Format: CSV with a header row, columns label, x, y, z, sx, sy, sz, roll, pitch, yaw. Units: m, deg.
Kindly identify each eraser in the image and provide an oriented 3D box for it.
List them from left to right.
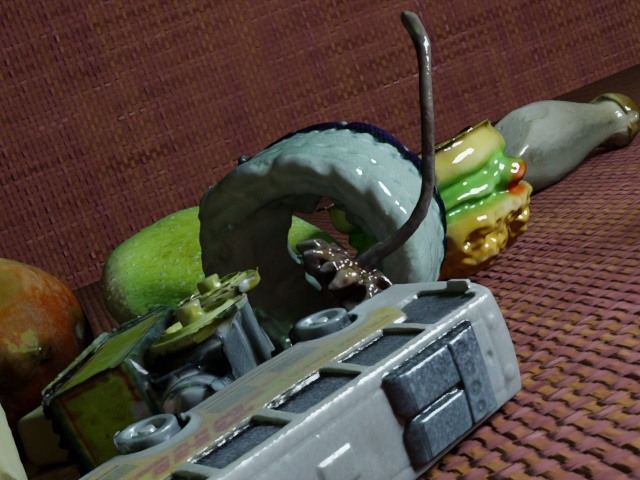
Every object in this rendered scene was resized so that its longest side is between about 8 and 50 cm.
label,x,y,z,sx,sy,sz,roll,pitch,yaw
eraser,-0.216,0.165,1.078,0.117,0.058,0.172,-17,8,21

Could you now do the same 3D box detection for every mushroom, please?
label,x,y,z,sx,sy,sz,roll,pitch,yaw
mushroom,0.353,-0.150,1.591,0.350,0.128,0.128,-20,6,-34

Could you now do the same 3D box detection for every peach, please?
label,x,y,z,sx,sy,sz,roll,pitch,yaw
peach,-0.355,0.126,1.152,0.232,0.232,0.256,-27,18,-39

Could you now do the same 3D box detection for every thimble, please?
label,x,y,z,sx,sy,sz,roll,pitch,yaw
thimble,0.000,0.000,1.009,0.237,0.237,0.150,-18,10,23

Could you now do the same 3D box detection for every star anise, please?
label,x,y,z,sx,sy,sz,roll,pitch,yaw
star anise,0.068,-0.032,0.862,0.227,0.218,0.148,-45,0,3

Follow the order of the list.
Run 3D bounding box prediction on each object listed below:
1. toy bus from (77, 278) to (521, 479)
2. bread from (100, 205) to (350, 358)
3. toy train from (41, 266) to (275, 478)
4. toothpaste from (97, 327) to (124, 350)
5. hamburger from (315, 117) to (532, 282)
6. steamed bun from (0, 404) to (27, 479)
label,x,y,z,sx,sy,sz,roll,pitch,yaw
toy bus,-0.011,0.123,0.657,0.342,0.097,0.138,-27,12,-40
bread,-0.098,0.039,1.193,0.301,0.045,0.301,2,33,-1
toy train,-0.106,0.119,0.849,0.177,0.134,0.261,-29,6,4
toothpaste,-0.268,0.153,1.315,0.299,0.073,0.114,-25,3,36
hamburger,0.131,-0.027,1.159,0.237,0.149,0.237,-29,1,1
steamed bun,-0.272,0.165,0.480,0.289,0.276,0.203,-11,11,-38
